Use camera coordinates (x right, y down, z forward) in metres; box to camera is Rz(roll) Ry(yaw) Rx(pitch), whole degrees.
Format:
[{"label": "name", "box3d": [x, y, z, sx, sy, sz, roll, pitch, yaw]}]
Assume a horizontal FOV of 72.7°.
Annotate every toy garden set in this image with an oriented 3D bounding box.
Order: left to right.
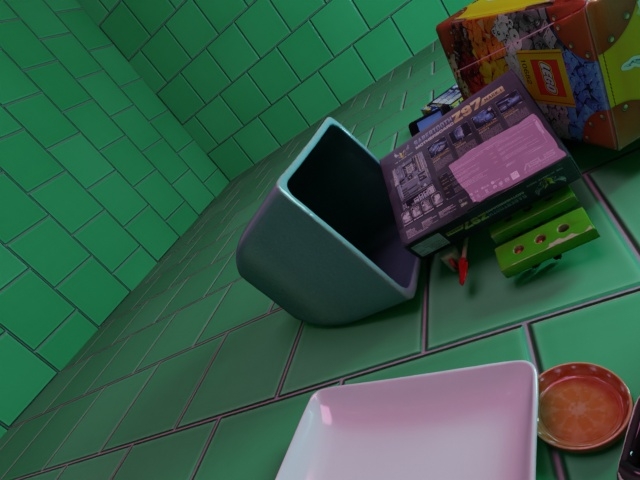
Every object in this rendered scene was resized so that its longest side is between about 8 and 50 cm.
[{"label": "toy garden set", "box3d": [0.251, -0.023, 0.617, 0.204, 0.049, 0.244, -32, 25, 29]}]

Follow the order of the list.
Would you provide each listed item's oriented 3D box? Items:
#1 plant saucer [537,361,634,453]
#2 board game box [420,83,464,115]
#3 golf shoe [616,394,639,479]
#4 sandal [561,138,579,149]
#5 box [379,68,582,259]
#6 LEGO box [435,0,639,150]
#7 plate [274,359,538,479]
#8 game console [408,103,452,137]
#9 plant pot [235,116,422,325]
[{"label": "plant saucer", "box3d": [0.216, 0.140, 0.366, 0.084, 0.013, 0.083, -34, 20, 14]}, {"label": "board game box", "box3d": [0.368, -0.378, 1.189, 0.141, 0.048, 0.170, -34, 20, 7]}, {"label": "golf shoe", "box3d": [0.253, 0.104, 0.275, 0.186, 0.086, 0.068, -45, 19, -21]}, {"label": "sandal", "box3d": [0.406, -0.195, 0.708, 0.255, 0.054, 0.097, -29, 22, 24]}, {"label": "box", "box3d": [0.205, -0.104, 0.615, 0.233, 0.059, 0.183, -32, 47, 28]}, {"label": "LEGO box", "box3d": [0.493, -0.377, 0.648, 0.501, 0.193, 0.372, -32, 25, 2]}, {"label": "plate", "box3d": [0.054, 0.242, 0.375, 0.278, 0.045, 0.278, -24, 25, 38]}, {"label": "game console", "box3d": [0.274, -0.268, 1.083, 0.122, 0.107, 0.071, -21, -2, 39]}, {"label": "plant pot", "box3d": [0.000, 0.000, 0.740, 0.252, 0.248, 0.247, -42, 14, 39]}]
